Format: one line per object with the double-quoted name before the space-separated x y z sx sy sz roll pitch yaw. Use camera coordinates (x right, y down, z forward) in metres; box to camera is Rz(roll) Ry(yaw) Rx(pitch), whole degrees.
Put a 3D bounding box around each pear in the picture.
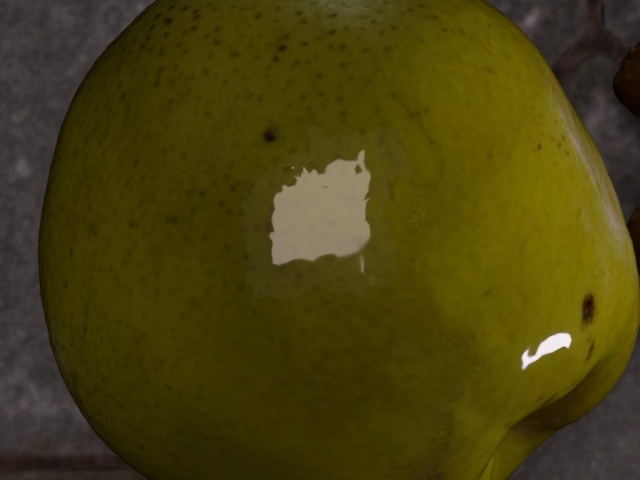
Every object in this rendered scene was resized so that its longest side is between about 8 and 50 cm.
"pear" 0.000 0.000 0.717 0.294 0.294 0.294 -1 84 7

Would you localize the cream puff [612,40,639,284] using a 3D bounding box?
"cream puff" 0.275 -0.048 0.742 0.269 0.155 0.241 -14 82 8
